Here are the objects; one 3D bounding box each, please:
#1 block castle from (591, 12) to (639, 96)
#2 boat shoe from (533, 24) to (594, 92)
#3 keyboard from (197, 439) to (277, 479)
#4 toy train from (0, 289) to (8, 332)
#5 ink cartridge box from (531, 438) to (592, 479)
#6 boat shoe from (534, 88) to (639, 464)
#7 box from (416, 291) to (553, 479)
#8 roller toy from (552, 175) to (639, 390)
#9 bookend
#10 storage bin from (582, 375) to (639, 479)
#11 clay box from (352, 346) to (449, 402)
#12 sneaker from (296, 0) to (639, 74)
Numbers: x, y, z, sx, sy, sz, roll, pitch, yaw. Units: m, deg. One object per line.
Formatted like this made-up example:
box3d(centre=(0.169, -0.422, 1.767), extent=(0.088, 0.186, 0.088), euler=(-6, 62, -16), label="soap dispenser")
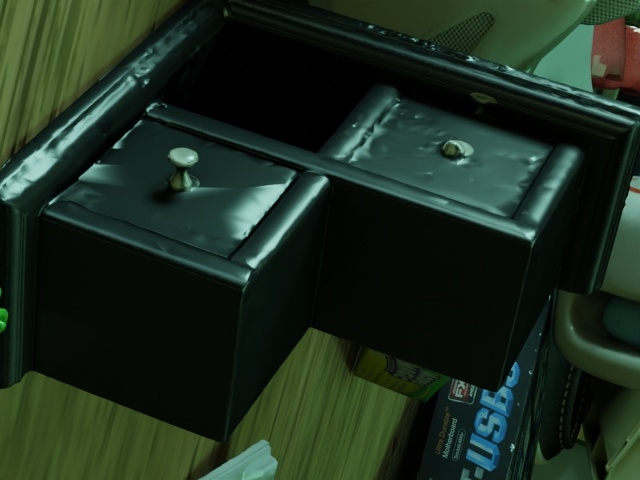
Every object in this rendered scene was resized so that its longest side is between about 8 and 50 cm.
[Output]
box3d(centre=(0.306, -0.136, 1.212), extent=(0.453, 0.303, 0.212), euler=(-10, 111, -74), label="block castle")
box3d(centre=(0.115, -0.104, 0.986), extent=(0.080, 0.076, 0.228), euler=(-29, 125, -13), label="boat shoe")
box3d(centre=(-0.067, 0.215, 0.829), extent=(0.072, 0.014, 0.256), euler=(-19, 128, -49), label="keyboard")
box3d(centre=(-0.100, 0.006, 0.455), extent=(0.023, 0.017, 0.083), euler=(-51, 158, -27), label="toy train")
box3d(centre=(0.254, 0.267, 1.798), extent=(0.219, 0.160, 0.092), euler=(65, 47, -69), label="ink cartridge box")
box3d(centre=(0.280, -0.011, 1.565), extent=(0.187, 0.156, 0.500), euler=(-37, 145, -68), label="boat shoe")
box3d(centre=(0.117, 0.205, 1.324), extent=(0.293, 0.073, 0.295), euler=(82, 22, -62), label="box")
box3d(centre=(0.266, 0.038, 1.245), extent=(0.209, 0.191, 0.146), euler=(-90, -172, -80), label="roller toy")
box3d(centre=(0.000, 0.000, 0.536), extent=(0.157, 0.156, 0.072), euler=(-51, 156, -51), label="bookend")
box3d(centre=(0.361, 0.106, 1.651), extent=(0.260, 0.123, 0.262), euler=(-58, -168, 25), label="storage bin")
box3d(centre=(0.071, 0.006, 0.919), extent=(0.222, 0.053, 0.127), euler=(113, -1, -77), label="clay box")
box3d(centre=(0.069, -0.149, 0.635), extent=(0.122, 0.146, 0.330), euler=(-45, 149, -57), label="sneaker")
